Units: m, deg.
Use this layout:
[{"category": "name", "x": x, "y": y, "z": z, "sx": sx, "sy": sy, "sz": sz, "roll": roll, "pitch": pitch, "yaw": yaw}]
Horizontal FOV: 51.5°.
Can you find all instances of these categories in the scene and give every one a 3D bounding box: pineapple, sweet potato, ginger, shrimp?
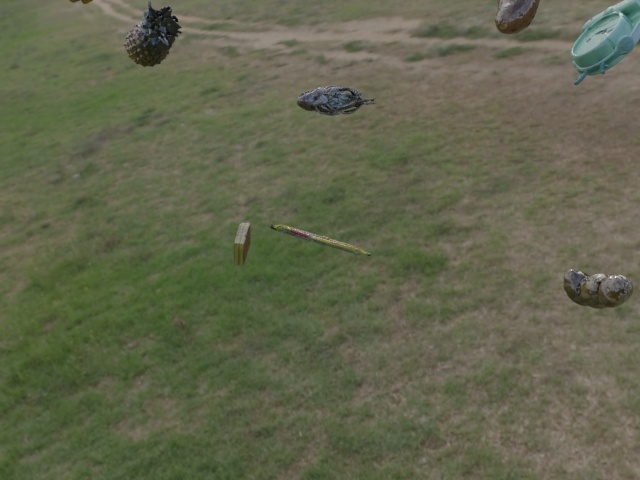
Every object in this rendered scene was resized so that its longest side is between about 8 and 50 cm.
[{"category": "pineapple", "x": -0.408, "y": -0.507, "z": 1.626, "sx": 0.125, "sy": 0.125, "sz": 0.251, "roll": -26, "pitch": 12, "yaw": -24}, {"category": "sweet potato", "x": 0.337, "y": -0.501, "z": 1.186, "sx": 0.114, "sy": 0.092, "sz": 0.342, "roll": -20, "pitch": 52, "yaw": 20}, {"category": "ginger", "x": 0.629, "y": 0.113, "z": 1.505, "sx": 0.080, "sy": 0.104, "sz": 0.204, "roll": -49, "pitch": 10, "yaw": -7}, {"category": "shrimp", "x": 0.039, "y": -0.333, "z": 1.576, "sx": 0.190, "sy": 0.075, "sz": 0.073, "roll": 6, "pitch": 7, "yaw": 4}]

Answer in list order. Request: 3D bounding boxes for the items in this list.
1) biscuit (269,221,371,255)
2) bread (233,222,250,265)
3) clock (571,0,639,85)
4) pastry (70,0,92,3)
[{"category": "biscuit", "x": 0.000, "y": 0.000, "z": 1.844, "sx": 0.291, "sy": 0.026, "sz": 0.048, "roll": 16, "pitch": 11, "yaw": 2}, {"category": "bread", "x": -0.229, "y": 0.010, "z": 1.944, "sx": 0.035, "sy": 0.090, "sz": 0.094, "roll": 8, "pitch": 44, "yaw": 3}, {"category": "clock", "x": 0.637, "y": -0.440, "z": 1.490, "sx": 0.211, "sy": 0.066, "sz": 0.159, "roll": -58, "pitch": 17, "yaw": -23}, {"category": "pastry", "x": -0.378, "y": -0.540, "z": 1.178, "sx": 0.250, "sy": 0.154, "sz": 0.102, "roll": -30, "pitch": -5, "yaw": 13}]
